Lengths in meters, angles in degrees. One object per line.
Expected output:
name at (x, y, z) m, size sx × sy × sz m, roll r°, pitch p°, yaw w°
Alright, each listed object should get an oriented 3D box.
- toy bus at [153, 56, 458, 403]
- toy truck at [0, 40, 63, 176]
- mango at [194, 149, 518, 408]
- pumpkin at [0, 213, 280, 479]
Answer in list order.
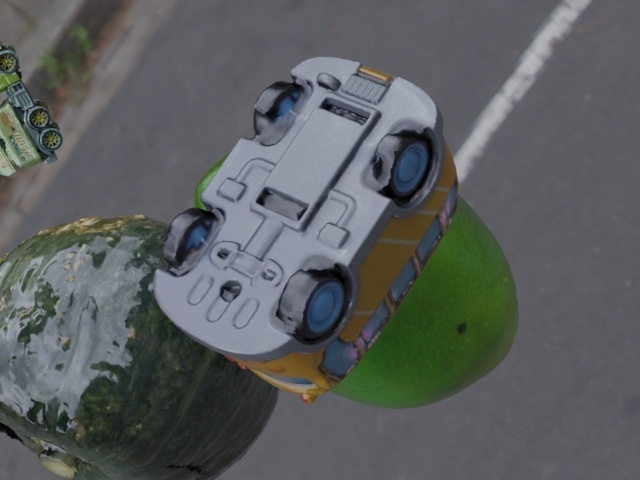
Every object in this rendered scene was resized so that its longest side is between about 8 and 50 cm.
toy bus at (0.000, 0.000, 1.021) m, size 0.126 × 0.136 × 0.209 m, roll 24°, pitch 73°, yaw 33°
toy truck at (-0.398, -0.163, 1.983) m, size 0.100 × 0.169 × 0.077 m, roll -30°, pitch 19°, yaw -6°
mango at (0.028, 0.022, 1.388) m, size 0.225 × 0.382 × 0.201 m, roll -5°, pitch 63°, yaw 37°
pumpkin at (-0.196, 0.112, 1.534) m, size 0.291 × 0.328 × 0.257 m, roll 14°, pitch 68°, yaw 30°
